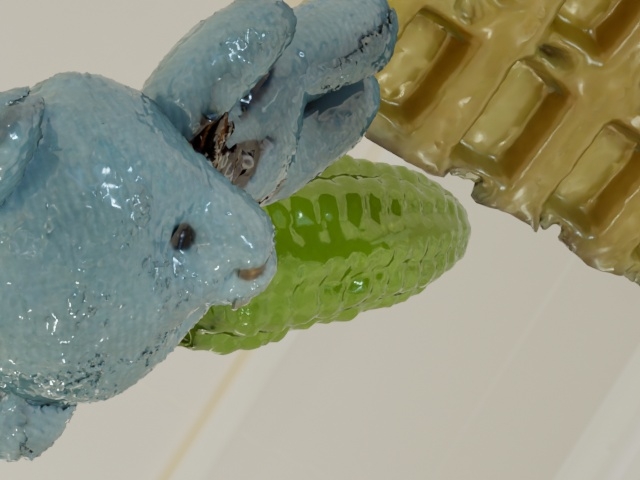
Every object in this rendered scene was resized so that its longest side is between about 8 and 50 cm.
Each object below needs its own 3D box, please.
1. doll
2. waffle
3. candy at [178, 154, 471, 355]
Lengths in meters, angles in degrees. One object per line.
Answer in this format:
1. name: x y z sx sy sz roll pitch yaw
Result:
1. doll: -0.030 -0.013 0.409 0.075 0.179 0.120 35 137 33
2. waffle: 0.134 -0.104 0.598 0.247 0.221 0.055 27 -159 -25
3. candy: 0.000 0.000 0.707 0.209 0.097 0.096 -6 -151 -43
